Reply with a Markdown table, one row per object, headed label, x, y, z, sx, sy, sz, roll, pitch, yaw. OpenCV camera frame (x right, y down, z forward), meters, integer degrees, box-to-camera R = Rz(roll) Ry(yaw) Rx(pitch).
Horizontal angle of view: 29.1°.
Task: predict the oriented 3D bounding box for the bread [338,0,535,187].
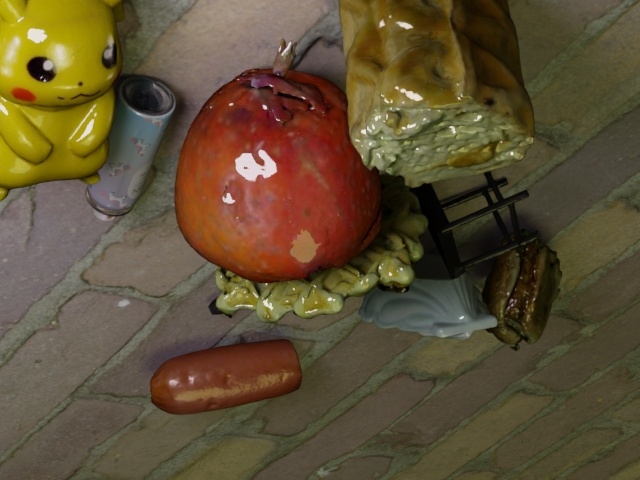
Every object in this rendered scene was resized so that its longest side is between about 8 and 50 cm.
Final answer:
| label | x | y | z | sx | sy | sz | roll | pitch | yaw |
| --- | --- | --- | --- | --- | --- | --- | --- | --- | --- |
| bread | 0.137 | -0.210 | 1.497 | 0.239 | 0.252 | 0.196 | -15 | 150 | 4 |

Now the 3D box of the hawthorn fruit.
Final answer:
| label | x | y | z | sx | sy | sz | roll | pitch | yaw |
| --- | --- | --- | --- | --- | --- | --- | --- | --- | --- |
| hawthorn fruit | -0.052 | -0.110 | 1.553 | 0.276 | 0.276 | 0.307 | -9 | 120 | -13 |

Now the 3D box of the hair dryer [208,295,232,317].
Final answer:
| label | x | y | z | sx | sy | sz | roll | pitch | yaw |
| --- | --- | --- | --- | --- | --- | --- | --- | --- | --- |
| hair dryer | -0.142 | 0.105 | 2.018 | 0.079 | 0.031 | 0.083 | -25 | 161 | -6 |

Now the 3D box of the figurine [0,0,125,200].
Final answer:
| label | x | y | z | sx | sy | sz | roll | pitch | yaw |
| --- | --- | --- | --- | --- | --- | --- | --- | --- | --- |
| figurine | -0.297 | -0.193 | 1.381 | 0.218 | 0.169 | 0.326 | -16 | 153 | -33 |

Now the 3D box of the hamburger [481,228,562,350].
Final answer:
| label | x | y | z | sx | sy | sz | roll | pitch | yaw |
| --- | --- | --- | --- | --- | --- | --- | --- | --- | --- |
| hamburger | 0.324 | 0.085 | 2.078 | 0.130 | 0.183 | 0.206 | 9 | 163 | 21 |

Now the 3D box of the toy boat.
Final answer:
| label | x | y | z | sx | sy | sz | roll | pitch | yaw |
| --- | --- | --- | --- | --- | --- | --- | --- | --- | --- |
| toy boat | 0.172 | 0.086 | 1.987 | 0.199 | 0.290 | 0.100 | -13 | 107 | -21 |

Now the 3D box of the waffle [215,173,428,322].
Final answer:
| label | x | y | z | sx | sy | sz | roll | pitch | yaw |
| --- | --- | --- | --- | --- | --- | --- | --- | --- | --- |
| waffle | 0.000 | 0.000 | 1.697 | 0.297 | 0.317 | 0.073 | -9 | 123 | 10 |

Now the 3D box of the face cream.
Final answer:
| label | x | y | z | sx | sy | sz | roll | pitch | yaw |
| --- | --- | --- | --- | --- | --- | --- | --- | --- | --- |
| face cream | -0.253 | -0.110 | 1.601 | 0.075 | 0.075 | 0.229 | 0 | 143 | -26 |

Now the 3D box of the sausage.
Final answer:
| label | x | y | z | sx | sy | sz | roll | pitch | yaw |
| --- | --- | --- | --- | --- | --- | --- | --- | --- | --- |
| sausage | -0.165 | 0.234 | 2.111 | 0.259 | 0.113 | 0.113 | -8 | 145 | -18 |

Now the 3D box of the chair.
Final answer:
| label | x | y | z | sx | sy | sz | roll | pitch | yaw |
| --- | --- | --- | --- | --- | --- | --- | --- | --- | --- |
| chair | 0.176 | -0.035 | 1.864 | 0.260 | 0.141 | 0.154 | -23 | 146 | 2 |
